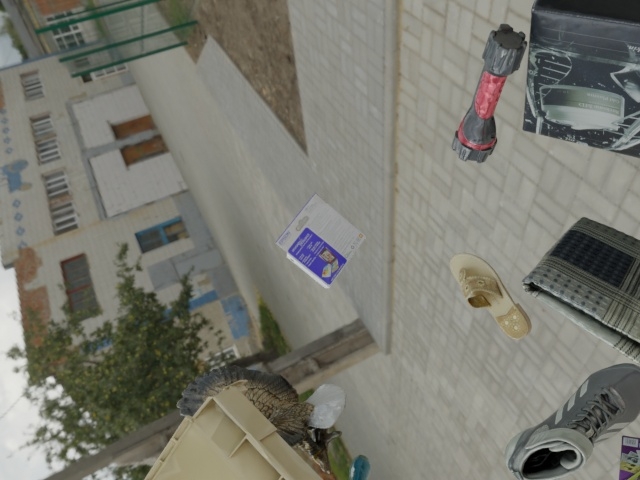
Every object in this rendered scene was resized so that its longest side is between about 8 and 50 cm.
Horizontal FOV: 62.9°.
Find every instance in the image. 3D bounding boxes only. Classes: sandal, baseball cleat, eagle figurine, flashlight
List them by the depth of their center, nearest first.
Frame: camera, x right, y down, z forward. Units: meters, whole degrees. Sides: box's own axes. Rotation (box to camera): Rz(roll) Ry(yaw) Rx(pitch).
[{"bbox_3d":[0.313,0.220,0.612,0.072,0.206,0.109,51,180,12],"label":"baseball cleat"},{"bbox_3d":[-0.112,0.371,1.023,0.226,0.299,0.225,-24,49,57],"label":"eagle figurine"},{"bbox_3d":[0.361,0.119,1.160,0.240,0.079,0.088,52,125,26],"label":"sandal"},{"bbox_3d":[0.378,-0.313,1.175,0.103,0.103,0.304,38,151,22],"label":"flashlight"}]

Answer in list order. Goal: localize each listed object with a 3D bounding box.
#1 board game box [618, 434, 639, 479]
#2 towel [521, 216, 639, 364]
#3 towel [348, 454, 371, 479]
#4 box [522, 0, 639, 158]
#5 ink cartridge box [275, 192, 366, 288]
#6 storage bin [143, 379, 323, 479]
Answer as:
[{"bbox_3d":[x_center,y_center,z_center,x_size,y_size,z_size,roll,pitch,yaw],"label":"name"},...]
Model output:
[{"bbox_3d":[0.958,0.623,1.330,0.347,0.208,0.056,-4,122,37],"label":"board game box"},{"bbox_3d":[0.541,0.096,0.884,0.324,0.312,0.056,32,130,26],"label":"towel"},{"bbox_3d":[0.006,0.590,0.907,0.370,0.040,0.271,-47,-27,-64],"label":"towel"},{"bbox_3d":[0.732,-0.418,1.142,0.481,0.297,0.472,21,171,24],"label":"box"},{"bbox_3d":[0.000,0.000,1.540,0.208,0.206,0.045,41,158,-8],"label":"ink cartridge box"},{"bbox_3d":[-0.087,0.353,0.640,0.262,0.260,0.123,39,-164,20],"label":"storage bin"}]
